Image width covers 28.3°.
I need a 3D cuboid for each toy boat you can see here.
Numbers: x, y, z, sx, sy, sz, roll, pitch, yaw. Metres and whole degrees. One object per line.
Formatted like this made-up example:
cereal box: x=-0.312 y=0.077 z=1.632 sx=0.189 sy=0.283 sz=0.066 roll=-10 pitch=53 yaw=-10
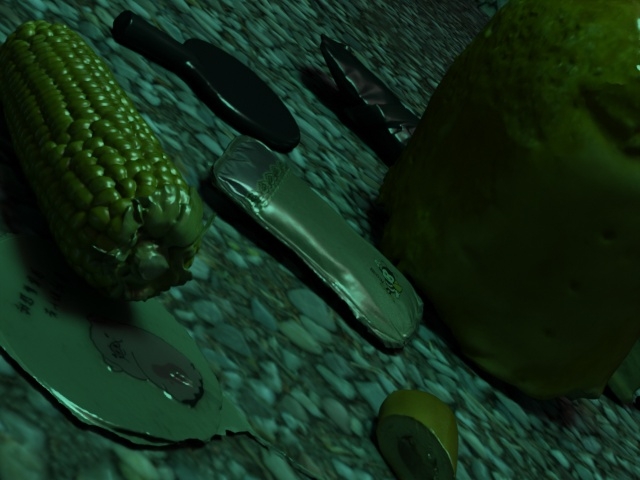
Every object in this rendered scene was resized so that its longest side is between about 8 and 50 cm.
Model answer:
toy boat: x=0.329 y=0.094 z=1.456 sx=0.116 sy=0.061 sz=0.188 roll=51 pitch=16 yaw=-21

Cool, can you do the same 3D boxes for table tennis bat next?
table tennis bat: x=-0.106 y=-0.162 z=1.251 sx=0.236 sy=0.027 sz=0.150 roll=27 pitch=25 yaw=-41

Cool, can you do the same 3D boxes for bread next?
bread: x=0.071 y=0.144 z=0.905 sx=0.062 sy=0.049 sz=0.103 roll=40 pitch=18 yaw=-7
bread: x=0.220 y=-0.091 z=1.235 sx=0.250 sy=0.394 sz=0.361 roll=17 pitch=31 yaw=-20

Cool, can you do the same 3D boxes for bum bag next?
bum bag: x=0.078 y=-0.147 z=1.524 sx=0.248 sy=0.060 sz=0.123 roll=46 pitch=20 yaw=5

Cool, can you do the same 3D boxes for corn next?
corn: x=-0.155 y=-0.060 z=0.840 sx=0.091 sy=0.091 sz=0.260 roll=25 pitch=21 yaw=-42

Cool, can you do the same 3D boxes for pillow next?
pillow: x=0.000 y=0.000 z=1.091 sx=0.232 sy=0.038 sz=0.131 roll=43 pitch=22 yaw=-5

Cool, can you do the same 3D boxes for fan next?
fan: x=-0.074 y=0.096 z=0.785 sx=0.310 sy=0.010 sz=0.182 roll=35 pitch=20 yaw=-18

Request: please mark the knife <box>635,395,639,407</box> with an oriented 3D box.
knife: x=0.416 y=0.212 z=1.491 sx=0.170 sy=0.010 sz=0.023 roll=29 pitch=29 yaw=-39
